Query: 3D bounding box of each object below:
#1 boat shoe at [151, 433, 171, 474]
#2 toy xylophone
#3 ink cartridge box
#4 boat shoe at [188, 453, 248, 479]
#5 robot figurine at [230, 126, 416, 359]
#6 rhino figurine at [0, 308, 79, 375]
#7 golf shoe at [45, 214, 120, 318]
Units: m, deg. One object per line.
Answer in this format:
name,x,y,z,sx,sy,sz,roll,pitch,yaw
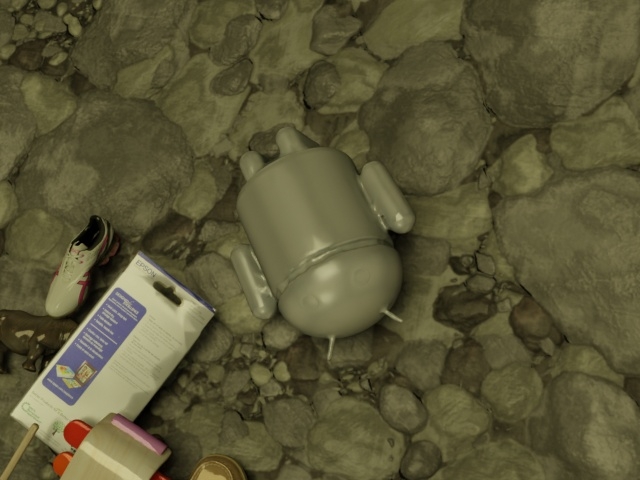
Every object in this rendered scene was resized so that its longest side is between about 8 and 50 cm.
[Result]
boat shoe,-0.309,0.368,1.800,0.178,0.064,0.060,-37,33,10
toy xylophone,-0.375,0.401,1.729,0.236,0.081,0.323,40,99,5
ink cartridge box,-0.324,0.194,1.828,0.165,0.065,0.333,39,86,2
boat shoe,-0.183,0.482,1.691,0.121,0.110,0.341,4,74,18
robot figurine,0.000,0.000,1.749,0.300,0.200,0.353,-33,65,20
rhino figurine,-0.457,0.170,1.897,0.243,0.073,0.106,4,69,14
golf shoe,-0.406,0.041,1.899,0.067,0.086,0.186,16,63,22
